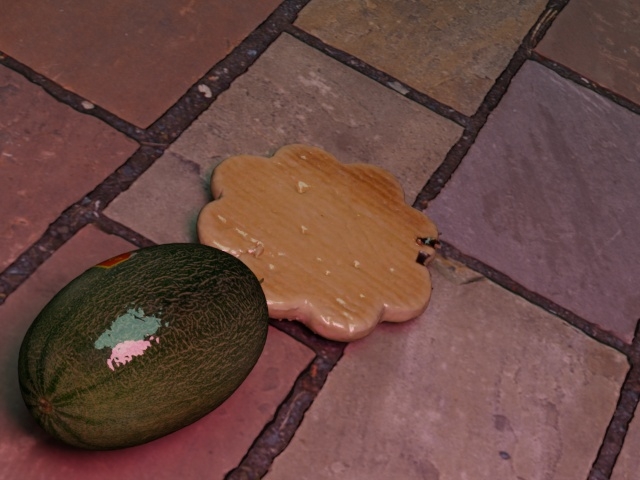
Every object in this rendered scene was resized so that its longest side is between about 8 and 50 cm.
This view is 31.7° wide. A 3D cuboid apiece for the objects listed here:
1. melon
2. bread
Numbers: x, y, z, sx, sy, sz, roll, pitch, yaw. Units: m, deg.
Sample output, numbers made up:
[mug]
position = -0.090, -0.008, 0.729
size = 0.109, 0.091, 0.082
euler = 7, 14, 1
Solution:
[melon]
position = -0.161, 0.097, 1.112
size = 0.287, 0.182, 0.182
euler = -23, 59, -39
[bread]
position = 0.000, 0.000, 1.357
size = 0.316, 0.054, 0.316
euler = 11, 45, -12
